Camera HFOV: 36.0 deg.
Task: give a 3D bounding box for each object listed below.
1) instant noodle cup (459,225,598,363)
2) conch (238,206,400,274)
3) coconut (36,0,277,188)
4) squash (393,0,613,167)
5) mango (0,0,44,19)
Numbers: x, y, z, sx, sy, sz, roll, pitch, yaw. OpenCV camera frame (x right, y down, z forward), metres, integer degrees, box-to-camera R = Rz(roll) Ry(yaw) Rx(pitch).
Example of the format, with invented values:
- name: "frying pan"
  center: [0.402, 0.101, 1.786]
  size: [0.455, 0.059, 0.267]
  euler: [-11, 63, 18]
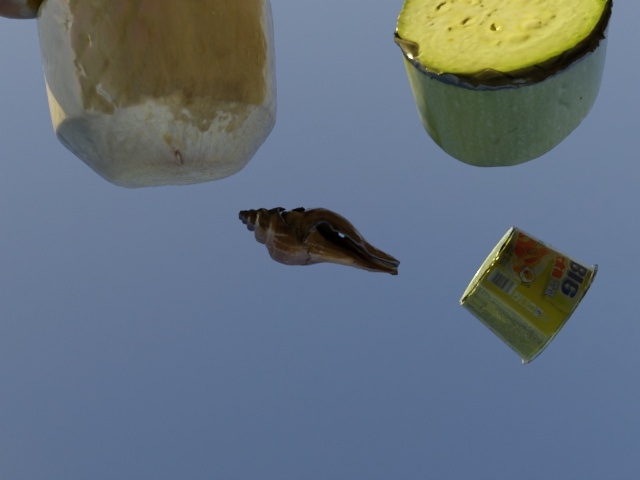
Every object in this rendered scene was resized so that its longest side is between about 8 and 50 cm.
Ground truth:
- name: "instant noodle cup"
  center: [0.330, 0.082, 1.608]
  size: [0.153, 0.205, 0.205]
  euler: [33, -132, 4]
- name: "conch"
  center: [-0.002, -0.005, 1.379]
  size: [0.233, 0.086, 0.080]
  euler: [1, -140, -14]
- name: "coconut"
  center: [-0.253, -0.294, 1.583]
  size: [0.415, 0.345, 0.415]
  euler: [11, -108, -36]
- name: "squash"
  center: [0.193, -0.199, 1.010]
  size: [0.220, 0.133, 0.220]
  euler: [-11, -126, 16]
- name: "mango"
  center: [-0.522, -0.482, 1.595]
  size: [0.193, 0.146, 0.316]
  euler: [-24, -118, -28]
